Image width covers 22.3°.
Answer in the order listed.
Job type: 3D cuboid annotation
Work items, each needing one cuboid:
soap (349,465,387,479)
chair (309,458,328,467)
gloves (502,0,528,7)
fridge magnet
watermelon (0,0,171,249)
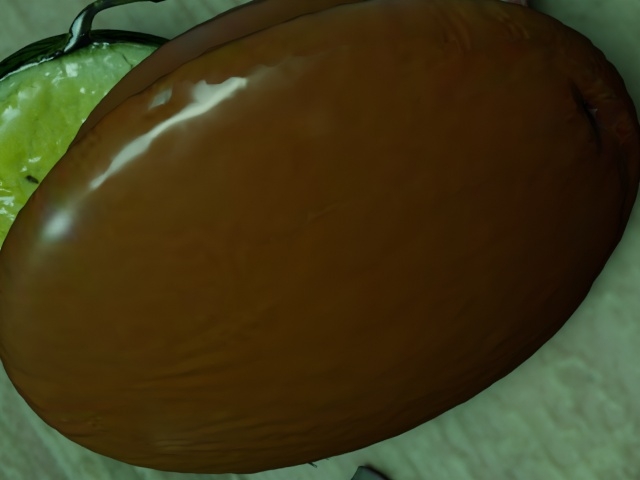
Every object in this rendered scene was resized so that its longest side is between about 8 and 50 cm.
[{"bbox_3d":[0.072,0.249,1.027,0.203,0.065,0.122,35,112,14],"label":"soap"},{"bbox_3d":[-0.027,0.112,1.061,0.086,0.037,0.042,33,100,11],"label":"chair"},{"bbox_3d":[0.064,-0.238,0.901,0.126,0.145,0.241,-1,111,10],"label":"gloves"},{"bbox_3d":[0.000,0.000,0.876,0.363,0.363,0.155,-41,52,25],"label":"fridge magnet"},{"bbox_3d":[-0.130,-0.046,1.018,0.204,0.127,0.232,-16,115,3],"label":"watermelon"}]
